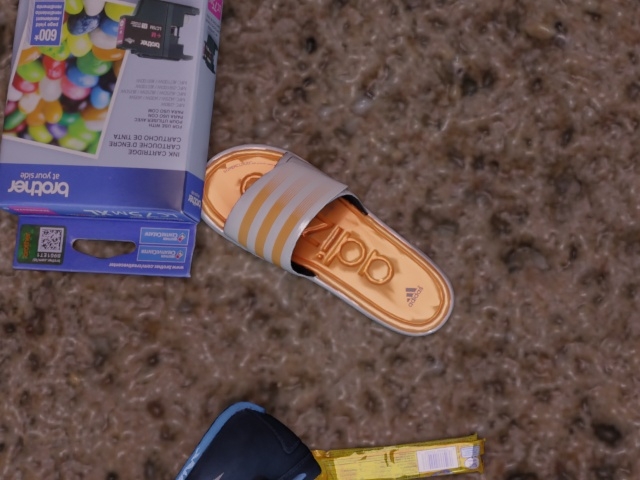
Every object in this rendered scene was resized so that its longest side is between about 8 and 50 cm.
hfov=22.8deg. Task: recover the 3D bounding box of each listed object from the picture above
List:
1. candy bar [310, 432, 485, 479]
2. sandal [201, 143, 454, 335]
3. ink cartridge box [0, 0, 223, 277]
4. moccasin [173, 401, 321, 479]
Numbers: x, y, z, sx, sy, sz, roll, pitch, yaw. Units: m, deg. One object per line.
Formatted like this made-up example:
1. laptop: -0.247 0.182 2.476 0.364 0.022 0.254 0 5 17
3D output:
1. candy bar: 0.070 0.200 1.422 0.161 0.018 0.040 -7 84 2
2. sandal: 0.006 -0.009 1.428 0.265 0.076 0.102 31 84 8
3. ink cartridge box: -0.194 -0.125 1.455 0.186 0.065 0.311 3 83 13
4. moccasin: -0.122 0.302 1.358 0.117 0.138 0.342 34 85 3
